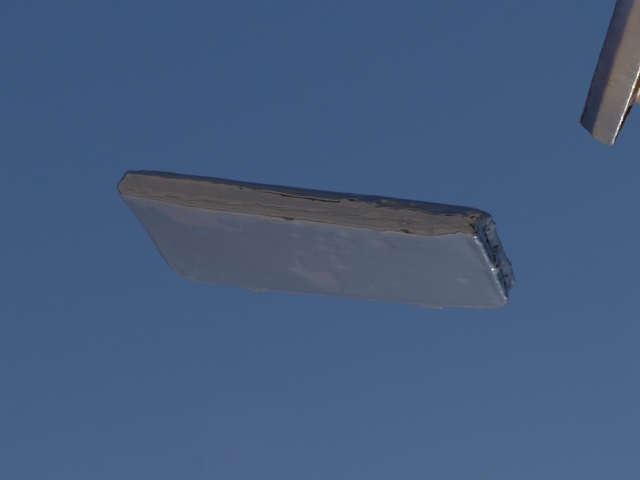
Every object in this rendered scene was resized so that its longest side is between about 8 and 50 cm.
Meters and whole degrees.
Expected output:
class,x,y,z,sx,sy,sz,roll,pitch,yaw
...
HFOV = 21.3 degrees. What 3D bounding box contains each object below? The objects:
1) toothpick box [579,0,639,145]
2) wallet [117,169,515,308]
class,x,y,z,sx,sy,sz,roll,pitch,yaw
toothpick box,0.327,-0.107,0.907,0.308,0.187,0.190,26,-115,11
wallet,0.000,0.000,1.387,0.309,0.165,0.042,5,-113,21
